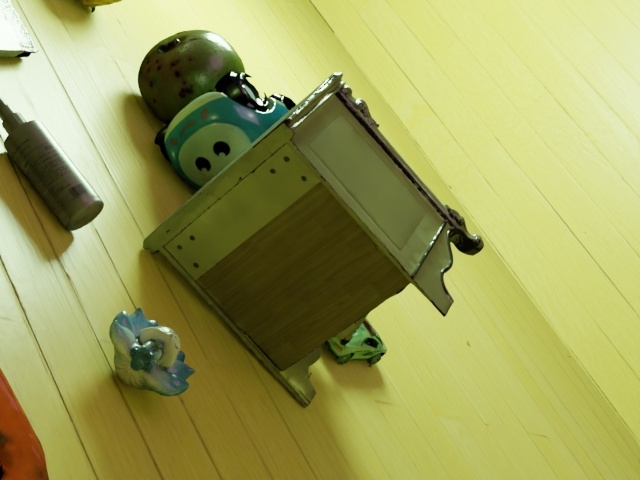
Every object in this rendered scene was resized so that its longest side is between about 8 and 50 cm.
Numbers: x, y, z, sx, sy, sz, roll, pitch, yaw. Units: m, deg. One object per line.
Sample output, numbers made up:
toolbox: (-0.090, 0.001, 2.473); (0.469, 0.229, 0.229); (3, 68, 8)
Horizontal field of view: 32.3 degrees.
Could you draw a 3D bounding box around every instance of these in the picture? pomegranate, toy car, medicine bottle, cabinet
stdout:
pomegranate: (-0.207, -0.254, 1.843); (0.179, 0.179, 0.210); (56, -6, 25)
toy car: (-0.118, -0.131, 1.732); (0.255, 0.188, 0.190); (23, 37, -54)
medicine bottle: (-0.342, -0.103, 1.342); (0.199, 0.058, 0.058); (50, 17, 10)
toy car: (0.053, 0.145, 1.745); (0.093, 0.058, 0.186); (54, 20, 23)
cabinet: (0.000, 0.000, 1.492); (0.318, 0.290, 0.227); (48, 30, -7)

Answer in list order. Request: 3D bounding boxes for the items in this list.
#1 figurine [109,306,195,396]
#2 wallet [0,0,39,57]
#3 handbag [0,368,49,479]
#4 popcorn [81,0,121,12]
figurine: (-0.181, 0.120, 1.199); (0.114, 0.079, 0.114); (36, 19, -14)
wallet: (-0.511, -0.354, 1.490); (0.262, 0.071, 0.221); (54, 14, 0)
handbag: (-0.343, 0.058, 0.573); (0.410, 0.303, 0.116); (55, 17, 18)
popcorn: (-0.379, -0.473, 1.926); (0.149, 0.152, 0.167); (-5, 20, -12)
